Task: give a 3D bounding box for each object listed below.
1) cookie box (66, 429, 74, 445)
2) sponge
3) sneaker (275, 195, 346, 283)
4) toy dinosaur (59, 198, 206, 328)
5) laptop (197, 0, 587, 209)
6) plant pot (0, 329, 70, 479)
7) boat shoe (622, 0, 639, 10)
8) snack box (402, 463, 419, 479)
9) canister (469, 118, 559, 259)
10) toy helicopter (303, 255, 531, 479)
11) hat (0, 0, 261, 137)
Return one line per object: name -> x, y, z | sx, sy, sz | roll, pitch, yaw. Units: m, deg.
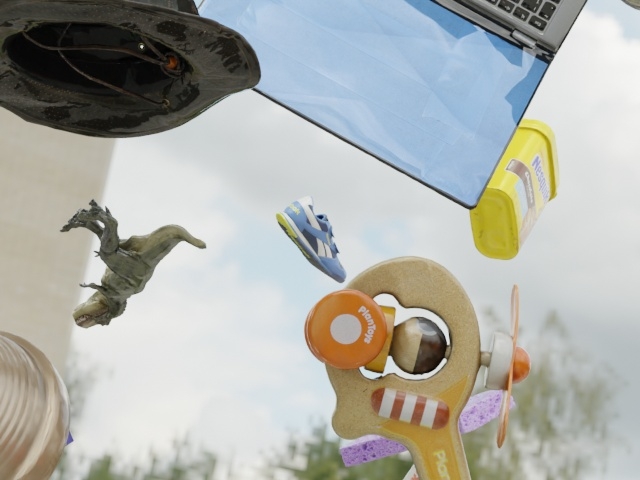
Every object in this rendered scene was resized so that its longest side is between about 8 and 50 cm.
cookie box -> -0.333, 0.188, 2.064 | 0.040, 0.107, 0.092 | -31, -17, -13
sponge -> 0.133, 0.235, 2.243 | 0.210, 0.031, 0.117 | -21, 1, 42
sneaker -> 0.000, 0.000, 2.465 | 0.144, 0.059, 0.053 | 53, -15, -27
toy dinosaur -> -0.218, 0.009, 1.911 | 0.118, 0.064, 0.268 | 43, -37, -8
laptop -> 0.115, -0.323, 1.981 | 0.382, 0.408, 0.236 | 29, 21, 1
plant pot -> -0.359, 0.160, 1.626 | 0.237, 0.237, 0.110 | 2, -38, 25
boat shoe -> 0.458, -0.390, 1.992 | 0.123, 0.324, 0.116 | 46, -2, 30
snack box -> 0.085, 0.326, 2.120 | 0.022, 0.178, 0.064 | 34, 15, 8
canister -> 0.262, -0.068, 2.406 | 0.073, 0.170, 0.126 | 7, -52, 25
toy helicopter -> 0.131, 0.187, 1.876 | 0.235, 0.355, 0.140 | -16, -3, -3
hat -> -0.222, -0.220, 1.766 | 0.331, 0.134, 0.331 | 0, -18, 0
